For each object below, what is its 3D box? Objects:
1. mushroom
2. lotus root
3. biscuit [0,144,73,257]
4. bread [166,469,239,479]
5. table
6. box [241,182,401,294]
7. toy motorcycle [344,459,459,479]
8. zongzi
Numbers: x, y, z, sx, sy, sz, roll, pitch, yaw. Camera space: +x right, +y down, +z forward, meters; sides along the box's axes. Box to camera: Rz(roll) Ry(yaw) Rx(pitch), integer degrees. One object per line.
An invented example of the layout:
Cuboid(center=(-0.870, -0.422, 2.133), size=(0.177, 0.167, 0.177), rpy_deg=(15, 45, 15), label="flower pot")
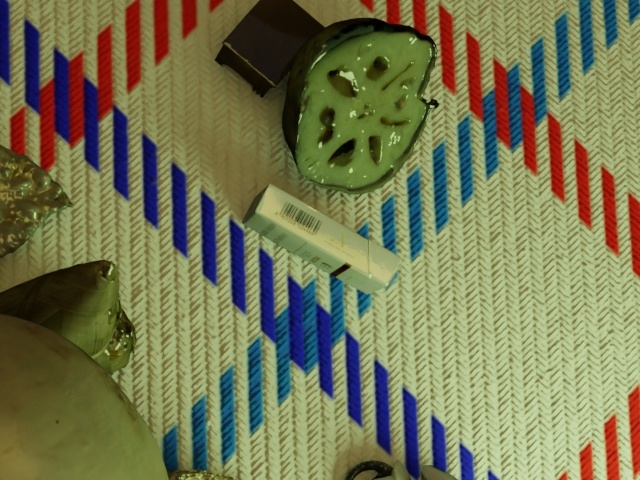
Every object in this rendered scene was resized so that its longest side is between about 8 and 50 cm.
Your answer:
Cuboid(center=(-0.306, 0.228, 1.392), size=(0.362, 0.294, 0.362), rpy_deg=(2, 109, 6), label="mushroom")
Cuboid(center=(0.027, -0.147, 1.591), size=(0.204, 0.078, 0.183), rpy_deg=(14, 106, -49), label="lotus root")
Cuboid(center=(-0.394, -0.018, 1.503), size=(0.281, 0.084, 0.179), rpy_deg=(-31, 85, -17), label="biscuit")
Cuboid(center=(-0.101, 0.268, 1.513), size=(0.125, 0.106, 0.082), rpy_deg=(17, 72, -14), label="bread")
Cuboid(center=(-0.055, -0.199, 1.604), size=(0.070, 0.082, 0.083), rpy_deg=(40, 75, -4), label="table")
Cuboid(center=(0.000, 0.000, 1.586), size=(0.154, 0.084, 0.040), rpy_deg=(29, 75, -7), label="box")
Cuboid(center=(0.111, 0.320, 1.562), size=(0.150, 0.102, 0.221), rpy_deg=(-13, 81, 6), label="toy motorcycle")
Cuboid(center=(-0.271, 0.075, 1.458), size=(0.194, 0.197, 0.099), rpy_deg=(-12, 68, -11), label="zongzi")
